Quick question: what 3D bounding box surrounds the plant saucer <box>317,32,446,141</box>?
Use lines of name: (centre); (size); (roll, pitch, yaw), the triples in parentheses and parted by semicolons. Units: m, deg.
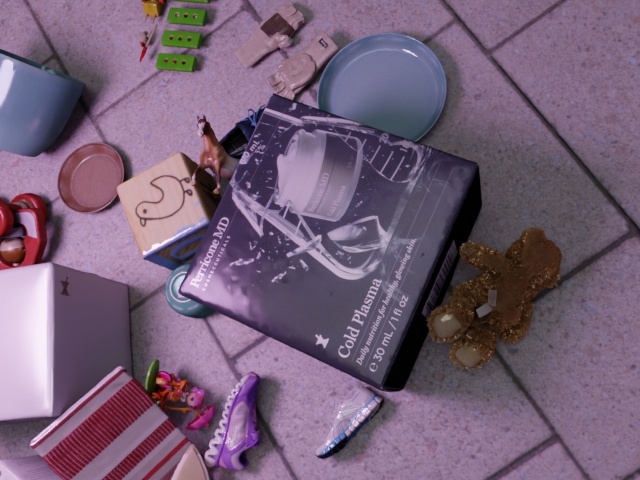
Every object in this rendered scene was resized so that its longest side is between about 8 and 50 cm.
plant saucer: (0.150, -0.357, 1.629); (0.318, 0.044, 0.317); (-3, 76, 14)

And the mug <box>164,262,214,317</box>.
mug: (-0.302, 0.109, 1.603); (0.129, 0.097, 0.157); (35, 88, 19)

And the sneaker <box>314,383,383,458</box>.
sneaker: (0.050, 0.399, 1.473); (0.191, 0.071, 0.083); (-45, 65, -8)

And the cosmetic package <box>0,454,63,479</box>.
cosmetic package: (-0.582, 0.652, 1.498); (0.366, 0.197, 0.155); (31, 86, 20)

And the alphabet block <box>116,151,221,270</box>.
alphabet block: (-0.343, -0.064, 1.605); (0.192, 0.193, 0.197); (-28, 72, 5)

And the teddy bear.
teddy bear: (0.363, 0.118, 1.404); (0.245, 0.113, 0.338); (31, 81, -11)

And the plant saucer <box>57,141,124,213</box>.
plant saucer: (-0.609, -0.164, 1.775); (0.199, 0.036, 0.198); (-3, 76, 13)

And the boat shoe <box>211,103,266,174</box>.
boat shoe: (-0.175, -0.257, 1.661); (0.258, 0.089, 0.109); (-45, 71, 1)

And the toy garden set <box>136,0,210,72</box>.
toy garden set: (-0.411, -0.577, 1.818); (0.204, 0.049, 0.244); (9, 80, 14)

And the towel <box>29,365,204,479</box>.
towel: (-0.423, 0.457, 1.425); (0.237, 0.329, 0.037); (-42, 28, -21)

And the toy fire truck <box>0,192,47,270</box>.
toy fire truck: (-0.854, 0.011, 1.748); (0.302, 0.169, 0.253); (0, 101, 14)

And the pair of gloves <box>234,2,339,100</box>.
pair of gloves: (-0.089, -0.490, 1.718); (0.204, 0.042, 0.240); (-46, 67, 4)

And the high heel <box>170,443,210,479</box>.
high heel: (-0.299, 0.602, 1.477); (0.093, 0.186, 0.261); (4, 60, -12)

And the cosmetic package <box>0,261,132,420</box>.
cosmetic package: (-0.699, 0.258, 1.546); (0.394, 0.329, 0.327); (-9, 76, 12)

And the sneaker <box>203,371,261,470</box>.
sneaker: (-0.175, 0.419, 1.510); (0.105, 0.095, 0.236); (20, 89, 12)

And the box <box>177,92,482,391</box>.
box: (0.039, 0.010, 1.435); (0.472, 0.297, 0.479); (22, 83, 19)

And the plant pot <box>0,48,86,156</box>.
plant pot: (-0.804, -0.360, 1.748); (0.293, 0.293, 0.235); (24, 97, 18)

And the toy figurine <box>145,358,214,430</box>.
toy figurine: (-0.323, 0.372, 1.539); (0.159, 0.130, 0.173); (12, 108, 4)

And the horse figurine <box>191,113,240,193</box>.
horse figurine: (-0.220, -0.158, 1.591); (0.066, 0.263, 0.174); (-23, 50, 30)
